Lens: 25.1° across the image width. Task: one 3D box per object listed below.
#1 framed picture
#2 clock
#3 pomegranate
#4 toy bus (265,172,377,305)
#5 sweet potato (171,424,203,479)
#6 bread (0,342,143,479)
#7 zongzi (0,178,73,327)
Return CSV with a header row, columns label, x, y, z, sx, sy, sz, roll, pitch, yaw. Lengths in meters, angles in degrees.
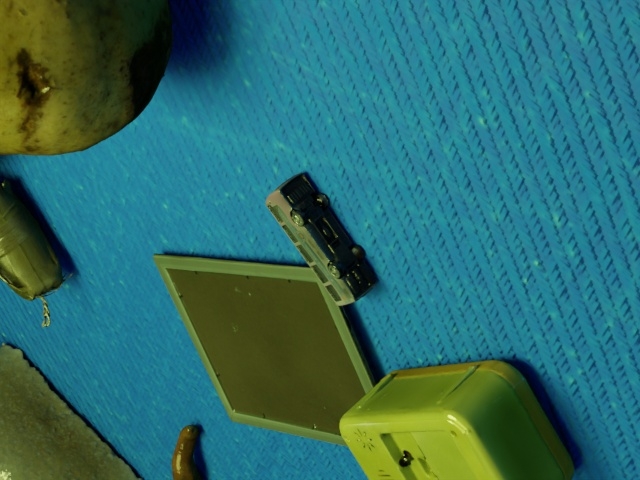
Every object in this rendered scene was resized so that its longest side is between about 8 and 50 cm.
label,x,y,z,sx,sy,sz,roll,pitch,yaw
framed picture,-0.046,0.115,1.530,0.296,0.019,0.232,4,124,49
clock,0.124,0.191,1.331,0.202,0.096,0.143,-14,113,55
pomegranate,-0.270,-0.201,1.281,0.281,0.281,0.281,31,141,28
toy bus,0.000,0.000,1.351,0.130,0.037,0.052,54,151,-7
sweet potato,-0.168,0.293,1.822,0.044,0.044,0.179,27,140,32
bread,-0.401,0.301,1.986,0.337,0.183,0.102,44,138,10
zongzi,-0.393,0.010,1.800,0.189,0.081,0.178,57,160,-16
